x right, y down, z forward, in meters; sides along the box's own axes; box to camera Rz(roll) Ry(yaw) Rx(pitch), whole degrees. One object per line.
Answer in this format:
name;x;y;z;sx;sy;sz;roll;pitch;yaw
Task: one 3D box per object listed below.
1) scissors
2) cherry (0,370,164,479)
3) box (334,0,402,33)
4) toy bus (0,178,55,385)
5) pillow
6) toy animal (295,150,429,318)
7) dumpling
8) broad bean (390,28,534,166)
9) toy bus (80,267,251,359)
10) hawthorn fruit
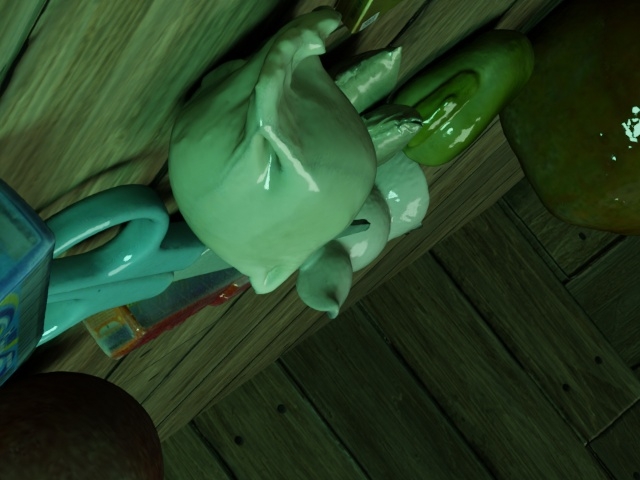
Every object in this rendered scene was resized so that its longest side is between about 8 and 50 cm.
scissors;-0.087;0.010;1.219;0.192;0.029;0.447;-41;164;30
cherry;-0.245;0.231;1.440;0.261;0.221;0.307;-33;-167;45
box;0.060;-0.181;1.034;0.090;0.023;0.133;-35;174;-17
toy bus;-0.191;0.036;0.908;0.094;0.079;0.236;-38;175;-18
pillow;0.004;-0.076;1.249;0.134;0.077;0.181;-31;178;-5
toy animal;0.002;0.000;1.616;0.131;0.103;0.221;-20;-165;44
dumpling;-0.024;-0.066;1.013;0.229;0.124;0.151;110;-6;-65
broad bean;0.130;-0.138;1.563;0.174;0.082;0.124;-46;180;-33
toy bus;-0.107;0.023;1.323;0.192;0.077;0.065;-31;174;-44
hawthorn fruit;0.345;-0.153;1.780;0.301;0.267;0.268;-44;172;36
